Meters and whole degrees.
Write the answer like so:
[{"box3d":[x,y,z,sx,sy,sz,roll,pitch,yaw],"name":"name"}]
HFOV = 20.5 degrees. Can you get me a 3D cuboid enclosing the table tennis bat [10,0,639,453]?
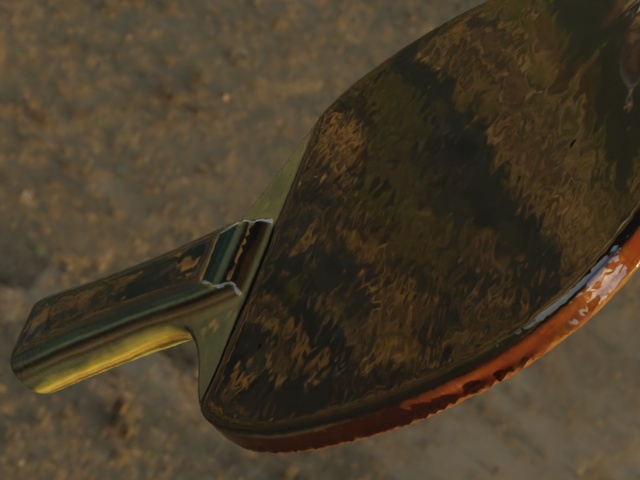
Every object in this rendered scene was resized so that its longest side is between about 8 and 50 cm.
[{"box3d":[0.000,0.000,0.500,0.021,0.274,0.154,43,49,-26],"name":"table tennis bat"}]
